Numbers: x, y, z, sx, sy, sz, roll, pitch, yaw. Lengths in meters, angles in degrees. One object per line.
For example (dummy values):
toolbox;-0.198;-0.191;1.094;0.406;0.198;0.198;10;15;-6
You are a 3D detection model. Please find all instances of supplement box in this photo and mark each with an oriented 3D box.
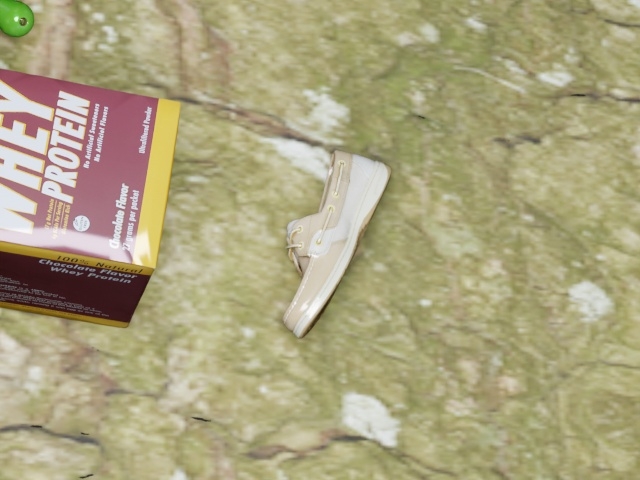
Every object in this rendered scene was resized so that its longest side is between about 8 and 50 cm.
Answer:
supplement box;-0.217;-0.031;1.398;0.191;0.194;0.129;10;73;-9

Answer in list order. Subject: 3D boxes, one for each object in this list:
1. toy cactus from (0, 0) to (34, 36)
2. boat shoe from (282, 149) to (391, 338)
toy cactus;-0.308;-0.220;1.492;0.180;0.112;0.219;37;79;10
boat shoe;0.000;0.000;1.509;0.059;0.063;0.170;26;61;-1
